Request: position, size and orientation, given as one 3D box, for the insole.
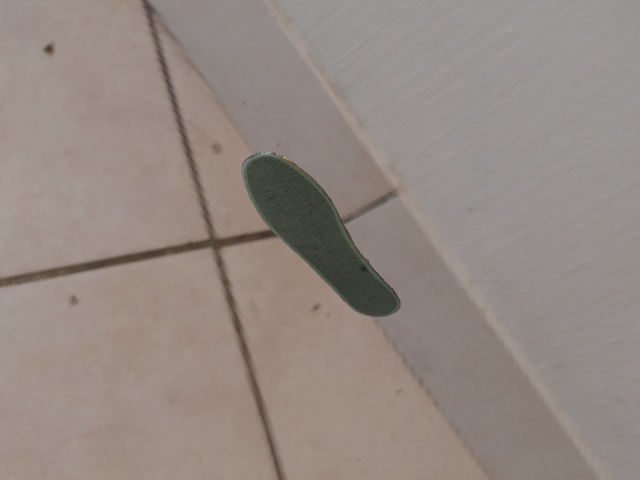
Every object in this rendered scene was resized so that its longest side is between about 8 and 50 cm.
[{"bbox_3d":[0.000,0.001,1.247,0.232,0.080,0.003,51,42,-35],"label":"insole"}]
